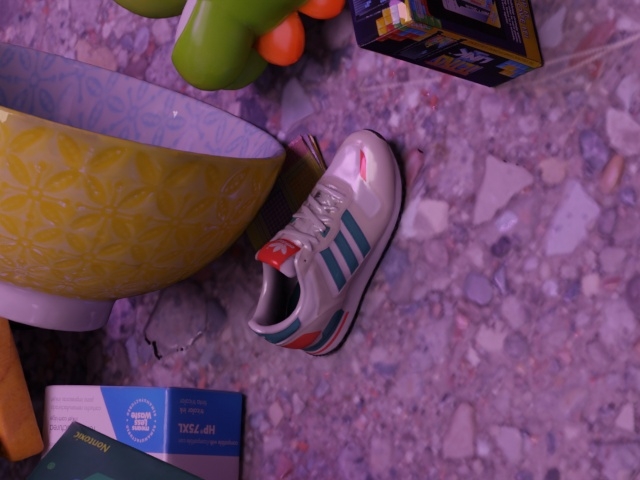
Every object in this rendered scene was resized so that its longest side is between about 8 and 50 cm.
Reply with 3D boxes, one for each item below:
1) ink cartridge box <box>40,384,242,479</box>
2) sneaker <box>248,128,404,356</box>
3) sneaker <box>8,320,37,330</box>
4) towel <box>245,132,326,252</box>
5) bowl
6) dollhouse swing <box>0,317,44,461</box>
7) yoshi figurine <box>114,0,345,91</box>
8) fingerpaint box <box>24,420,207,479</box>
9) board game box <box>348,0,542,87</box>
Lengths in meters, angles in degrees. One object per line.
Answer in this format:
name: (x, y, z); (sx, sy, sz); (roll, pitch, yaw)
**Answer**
ink cartridge box: (-0.133, 0.220, 1.338); (0.134, 0.078, 0.231); (-4, 81, 41)
sneaker: (0.000, 0.000, 1.261); (0.057, 0.075, 0.161); (28, 102, 40)
sneaker: (-0.289, -0.002, 1.511); (0.162, 0.106, 0.281); (-53, 45, 31)
towel: (-0.024, -0.030, 1.331); (0.083, 0.009, 0.060); (-43, 58, 29)
bowl: (-0.183, -0.030, 1.290); (0.289, 0.289, 0.156); (27, 105, 40)
dollhouse swing: (-0.419, 0.022, 1.300); (0.315, 0.347, 0.305); (31, 131, 48)
yoshi figurine: (-0.062, -0.290, 1.302); (0.203, 0.204, 0.362); (35, 109, 55)
fingerpaint box: (-0.062, 0.345, 1.023); (0.445, 0.163, 0.371); (20, 57, 31)
board game box: (0.069, -0.193, 1.189); (0.048, 0.141, 0.170); (-22, 69, 35)
